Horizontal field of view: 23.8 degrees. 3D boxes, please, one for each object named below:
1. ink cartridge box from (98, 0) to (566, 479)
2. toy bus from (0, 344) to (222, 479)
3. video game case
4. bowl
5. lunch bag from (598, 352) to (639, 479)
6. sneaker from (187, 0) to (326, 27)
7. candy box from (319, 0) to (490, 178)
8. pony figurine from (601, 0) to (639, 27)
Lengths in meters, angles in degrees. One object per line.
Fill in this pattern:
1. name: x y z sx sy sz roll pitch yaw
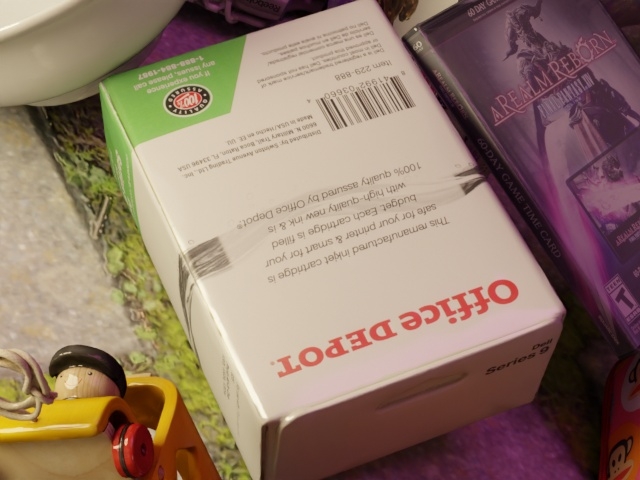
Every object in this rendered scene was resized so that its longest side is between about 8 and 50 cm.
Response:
1. ink cartridge box: 0.000 0.000 1.020 0.211 0.121 0.289 -18 59 -15
2. toy bus: -0.115 0.119 0.824 0.191 0.202 0.104 28 40 -12
3. video game case: 0.198 -0.072 1.116 0.196 0.026 0.274 -34 90 -41
4. bowl: -0.198 -0.191 1.079 0.297 0.134 0.298 -11 48 13
5. lunch bag: 0.344 0.195 1.086 0.293 0.120 0.258 25 41 -8
6. sneaker: -0.087 -0.242 1.262 0.297 0.111 0.129 -7 58 -35
7. candy box: 0.089 -0.154 1.237 0.070 0.165 0.196 -11 56 -38
8. pony figurine: 0.406 -0.250 1.488 0.363 0.303 0.351 51 12 25
